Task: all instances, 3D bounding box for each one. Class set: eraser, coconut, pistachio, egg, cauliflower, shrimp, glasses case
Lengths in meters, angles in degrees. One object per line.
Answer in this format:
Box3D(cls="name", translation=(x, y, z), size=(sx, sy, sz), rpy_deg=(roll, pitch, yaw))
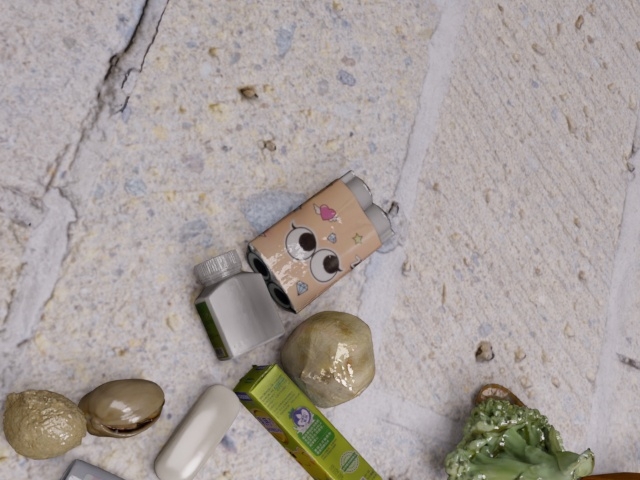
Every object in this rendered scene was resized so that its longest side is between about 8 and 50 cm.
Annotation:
Box3D(cls="eraser", translation=(0.000, 0.000, 1.556), size=(0.290, 0.087, 0.171), rpy_deg=(-37, 98, -26))
Box3D(cls="coconut", translation=(0.016, 0.229, 1.459), size=(0.194, 0.194, 0.194), rpy_deg=(5, 77, -25))
Box3D(cls="pistachio", translation=(-0.344, 0.291, 1.328), size=(0.149, 0.113, 0.113), rpy_deg=(-5, 81, -41))
Box3D(cls="egg", translation=(-0.459, 0.304, 1.257), size=(0.140, 0.116, 0.118), rpy_deg=(10, 96, 5))
Box3D(cls="cauliflower", translation=(0.409, 0.480, 1.556), size=(0.327, 0.281, 0.260), rpy_deg=(1, 107, -20))
Box3D(cls="shrimp", translation=(0.413, 0.386, 1.699), size=(0.162, 0.045, 0.095), rpy_deg=(36, 67, -17))
Box3D(cls="glasses case", translation=(-0.225, 0.358, 1.394), size=(0.081, 0.051, 0.204), rpy_deg=(43, 65, -11))

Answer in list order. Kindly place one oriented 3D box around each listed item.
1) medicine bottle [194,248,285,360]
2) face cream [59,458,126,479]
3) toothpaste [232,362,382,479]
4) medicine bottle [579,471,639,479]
Box3D(cls="medicine bottle", translation=(-0.165, 0.119, 1.451), size=(0.132, 0.088, 0.188), rpy_deg=(-23, 90, -28))
Box3D(cls="face cream", translation=(-0.355, 0.454, 1.308), size=(0.198, 0.057, 0.084), rpy_deg=(34, 68, -15))
Box3D(cls="toothpaste", translation=(-0.025, 0.375, 1.454), size=(0.327, 0.110, 0.077), rpy_deg=(48, 66, -9))
Box3D(cls="medicine bottle", translation=(0.667, 0.592, 1.719), size=(0.222, 0.149, 0.112), rpy_deg=(3, 78, -25))
